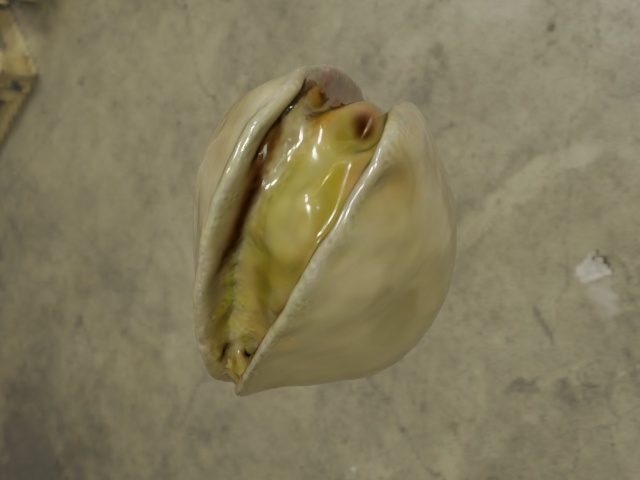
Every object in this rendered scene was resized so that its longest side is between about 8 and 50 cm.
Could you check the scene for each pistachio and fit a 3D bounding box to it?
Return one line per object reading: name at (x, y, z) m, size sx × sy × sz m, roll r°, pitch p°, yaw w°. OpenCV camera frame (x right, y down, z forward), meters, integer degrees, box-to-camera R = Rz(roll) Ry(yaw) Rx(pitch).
pistachio at (0.000, 0.000, 0.545) m, size 0.126 × 0.152 × 0.223 m, roll 31°, pitch 157°, yaw 10°
